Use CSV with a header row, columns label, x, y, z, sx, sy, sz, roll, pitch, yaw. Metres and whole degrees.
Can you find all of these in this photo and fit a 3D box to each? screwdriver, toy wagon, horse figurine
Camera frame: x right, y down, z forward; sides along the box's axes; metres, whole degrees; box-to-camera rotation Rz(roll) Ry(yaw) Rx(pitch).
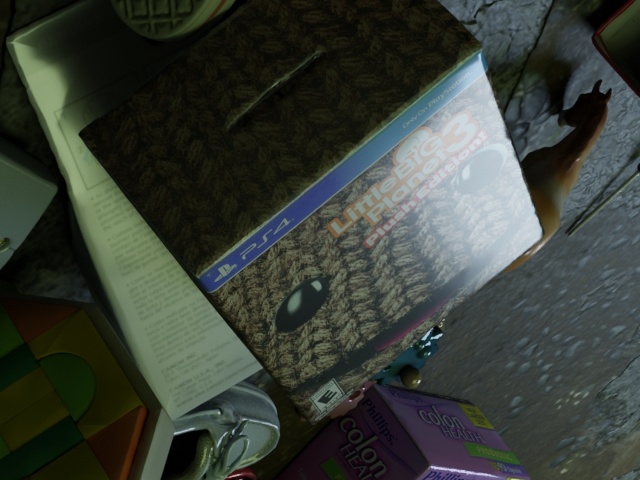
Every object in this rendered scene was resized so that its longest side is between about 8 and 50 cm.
label,x,y,z,sx,sy,sz,roll,pitch,yaw
screwdriver,0.307,-0.059,1.932,0.170,0.024,0.025,-44,178,15
toy wagon,-0.278,0.188,1.425,0.344,0.267,0.068,-32,148,-7
horse figurine,0.164,-0.024,1.713,0.174,0.066,0.263,-35,-172,40

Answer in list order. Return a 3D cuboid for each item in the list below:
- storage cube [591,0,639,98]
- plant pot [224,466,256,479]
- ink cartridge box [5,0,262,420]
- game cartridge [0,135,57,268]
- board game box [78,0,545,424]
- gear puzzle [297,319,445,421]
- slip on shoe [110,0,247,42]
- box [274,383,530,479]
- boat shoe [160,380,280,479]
label,x,y,z,sx,sy,sz,roll,pitch,yaw
storage cube,0.387,-0.152,1.703,0.183,0.215,0.193,-45,155,13
plant pot,-0.098,0.317,1.860,0.191,0.174,0.191,-29,161,-11
ink cartridge box,-0.058,-0.081,1.489,0.308,0.091,0.385,-29,130,-13
game cartridge,-0.334,0.025,1.358,0.297,0.062,0.198,-42,154,9
board game box,0.007,-0.037,1.346,0.232,0.141,0.291,-39,152,-4
gear puzzle,0.051,0.059,1.806,0.175,0.044,0.339,-28,148,-15
slip on shoe,-0.012,-0.261,1.247,0.331,0.123,0.101,-49,164,25
box,0.061,0.282,2.052,0.243,0.117,0.213,-47,148,17
boat shoe,-0.151,0.189,1.720,0.320,0.103,0.118,5,131,-50
